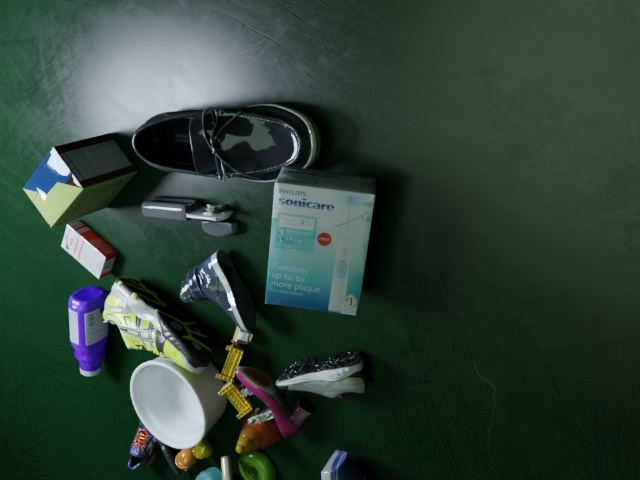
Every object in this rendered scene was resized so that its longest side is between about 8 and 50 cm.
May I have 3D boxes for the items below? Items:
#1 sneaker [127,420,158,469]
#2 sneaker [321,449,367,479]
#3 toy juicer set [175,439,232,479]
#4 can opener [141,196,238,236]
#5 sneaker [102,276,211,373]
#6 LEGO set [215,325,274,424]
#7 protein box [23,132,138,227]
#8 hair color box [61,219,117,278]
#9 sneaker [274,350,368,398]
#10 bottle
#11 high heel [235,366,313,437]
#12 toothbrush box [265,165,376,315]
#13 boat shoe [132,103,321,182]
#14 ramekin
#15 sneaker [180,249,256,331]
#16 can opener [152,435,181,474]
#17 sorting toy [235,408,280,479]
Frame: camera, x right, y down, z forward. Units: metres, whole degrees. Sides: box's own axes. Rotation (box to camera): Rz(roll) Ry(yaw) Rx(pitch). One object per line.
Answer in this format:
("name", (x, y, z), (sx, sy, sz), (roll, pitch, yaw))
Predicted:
("sneaker", (-0.566, 0.654, 2.141), (0.083, 0.087, 0.221), (25, 119, 20))
("sneaker", (0.137, 0.683, 1.724), (0.182, 0.127, 0.316), (-11, 109, 30))
("toy juicer set", (-0.325, 0.709, 1.996), (0.329, 0.089, 0.209), (-8, 70, 43))
("can opener", (-0.347, -0.064, 1.747), (0.280, 0.074, 0.093), (10, 114, 28))
("sneaker", (-0.459, 0.260, 1.878), (0.384, 0.145, 0.147), (36, 99, 27))
("LEGO set", (-0.219, 0.365, 1.842), (0.132, 0.107, 0.287), (-15, 97, -1))
("protein box", (-0.647, -0.166, 1.809), (0.199, 0.201, 0.136), (-37, 87, 35))
("hair color box", (-0.692, 0.026, 2.000), (0.167, 0.053, 0.093), (37, 124, 12))
("sneaker", (-0.002, 0.357, 1.689), (0.271, 0.100, 0.108), (-14, 106, 34))
("bottle", (-0.717, 0.287, 2.075), (0.092, 0.118, 0.283), (17, 117, 22))
("high heel", (-0.146, 0.431, 1.775), (0.244, 0.082, 0.117), (34, 108, -18))
("toothbrush box", (0.000, 0.000, 1.491), (0.216, 0.126, 0.296), (8, 113, 1))
("boat shoe", (-0.232, -0.225, 1.571), (0.500, 0.156, 0.187), (7, 110, 27))
("ramekin", (-0.403, 0.448, 1.937), (0.277, 0.135, 0.277), (11, 113, 27))
("sneaker", (-0.275, 0.159, 1.772), (0.163, 0.086, 0.226), (-29, 82, 24))
("can opener", (-0.473, 0.658, 2.100), (0.073, 0.059, 0.186), (-8, 107, 17))
("sorting toy", (-0.208, 0.663, 1.909), (0.127, 0.126, 0.366), (19, 116, 24))
